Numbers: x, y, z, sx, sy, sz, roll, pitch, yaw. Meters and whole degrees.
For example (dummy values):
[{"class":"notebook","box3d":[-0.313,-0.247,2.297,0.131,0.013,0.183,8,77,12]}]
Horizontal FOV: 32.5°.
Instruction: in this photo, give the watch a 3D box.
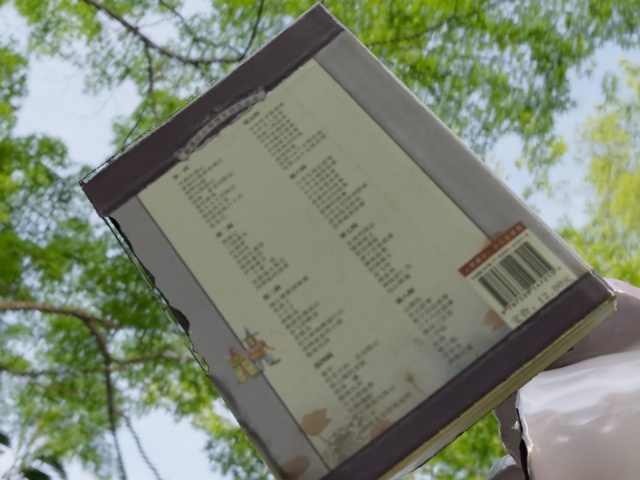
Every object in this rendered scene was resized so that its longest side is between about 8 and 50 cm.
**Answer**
[{"class":"watch","box3d":[0.192,0.170,0.682,0.211,0.217,0.248,-15,-60,16]}]

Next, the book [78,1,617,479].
[{"class":"book","box3d":[0.000,0.000,0.509,0.157,0.231,0.026,-37,-35,-3]}]
